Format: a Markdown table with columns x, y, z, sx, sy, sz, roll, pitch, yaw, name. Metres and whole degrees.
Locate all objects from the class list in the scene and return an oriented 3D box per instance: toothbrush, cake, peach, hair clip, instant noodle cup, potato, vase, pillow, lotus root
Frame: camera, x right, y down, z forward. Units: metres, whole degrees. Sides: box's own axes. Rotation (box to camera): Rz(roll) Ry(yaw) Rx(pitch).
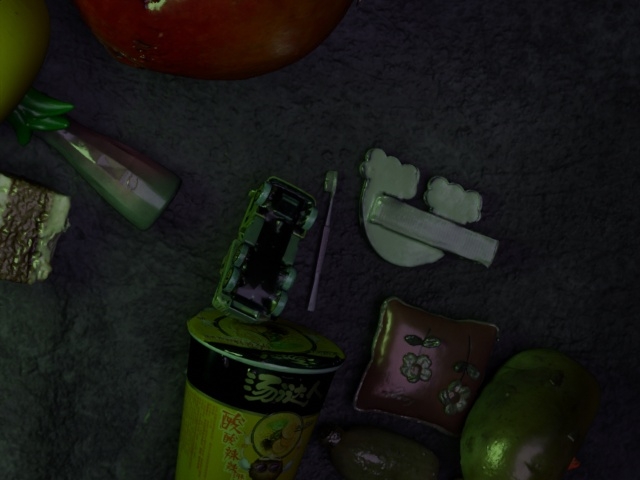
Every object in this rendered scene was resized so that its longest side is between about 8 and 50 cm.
| x | y | z | sx | sy | sz | roll | pitch | yaw | name |
| --- | --- | --- | --- | --- | --- | --- | --- | --- | --- |
| 0.002 | 0.000 | 1.978 | 0.017 | 0.014 | 0.194 | 7 | 94 | -17 | toothbrush |
| -0.398 | -0.024 | 1.805 | 0.147 | 0.134 | 0.135 | 16 | 92 | -26 | cake |
| -0.129 | -0.352 | 1.733 | 0.370 | 0.370 | 0.370 | -2 | 97 | -16 | peach |
| 0.139 | -0.026 | 1.999 | 0.220 | 0.054 | 0.140 | 21 | 95 | -15 | hair clip |
| -0.096 | 0.228 | 1.890 | 0.215 | 0.215 | 0.236 | 11 | 103 | -17 | instant noodle cup |
| 0.302 | 0.250 | 1.993 | 0.160 | 0.111 | 0.272 | 43 | 58 | -6 | potato |
| -0.285 | -0.106 | 1.853 | 0.214 | 0.086 | 0.086 | 37 | 86 | -12 | vase |
| 0.147 | 0.177 | 2.008 | 0.179 | 0.075 | 0.171 | 16 | 93 | -16 | pillow |
| 0.079 | 0.302 | 2.002 | 0.183 | 0.077 | 0.090 | 25 | 89 | -19 | lotus root |

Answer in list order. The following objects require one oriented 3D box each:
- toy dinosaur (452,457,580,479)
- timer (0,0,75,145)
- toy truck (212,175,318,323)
| x | y | z | sx | sy | sz | roll | pitch | yaw | name |
| --- | --- | --- | --- | --- | --- | --- | --- | --- | --- |
| 0.243 | 0.383 | 2.067 | 0.288 | 0.070 | 0.117 | -23 | 102 | -8 | toy dinosaur |
| -0.412 | -0.204 | 1.717 | 0.285 | 0.285 | 0.285 | -2 | 97 | -16 | timer |
| -0.080 | 0.022 | 1.896 | 0.085 | 0.116 | 0.191 | 26 | 64 | -16 | toy truck |
